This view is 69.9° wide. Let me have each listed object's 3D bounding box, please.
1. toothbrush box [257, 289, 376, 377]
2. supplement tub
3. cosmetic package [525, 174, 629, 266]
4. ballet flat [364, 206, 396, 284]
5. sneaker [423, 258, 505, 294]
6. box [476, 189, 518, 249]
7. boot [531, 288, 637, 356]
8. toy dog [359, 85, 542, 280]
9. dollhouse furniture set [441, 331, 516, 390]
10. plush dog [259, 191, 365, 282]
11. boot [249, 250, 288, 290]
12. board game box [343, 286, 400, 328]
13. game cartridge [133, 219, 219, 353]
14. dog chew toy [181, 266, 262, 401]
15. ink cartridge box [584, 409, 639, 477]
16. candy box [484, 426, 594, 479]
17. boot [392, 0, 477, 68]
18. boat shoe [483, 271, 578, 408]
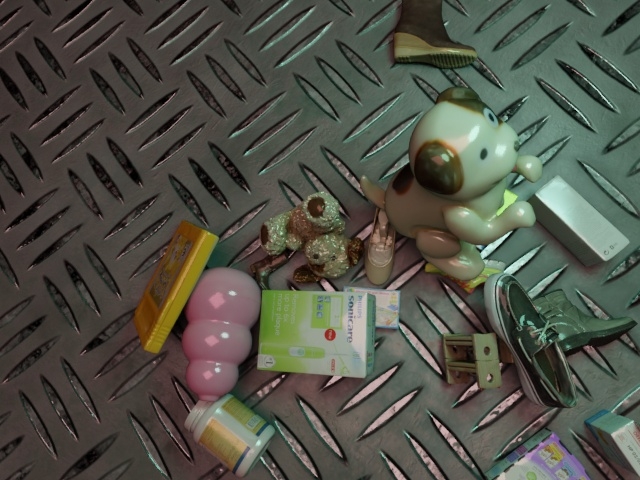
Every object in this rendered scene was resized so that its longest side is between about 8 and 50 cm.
[{"bbox_3d":[-0.007,0.236,1.186,0.284,0.122,0.206,0,79,17],"label":"toothbrush box"},{"bbox_3d":[-0.233,0.489,1.179,0.200,0.144,0.144,33,86,13],"label":"supplement tub"},{"bbox_3d":[0.641,-0.047,1.165,0.085,0.117,0.231,-39,78,-1],"label":"cosmetic package"},{"bbox_3d":[0.167,-0.005,1.246,0.086,0.086,0.248,8,81,10],"label":"ballet flat"},{"bbox_3d":[0.375,0.092,1.196,0.209,0.081,0.094,4,82,9],"label":"sneaker"},{"bbox_3d":[0.436,-0.070,1.237,0.109,0.042,0.178,33,86,14],"label":"box"},{"bbox_3d":[0.638,0.183,1.134,0.247,0.083,0.161,-12,54,-13],"label":"boot"},{"bbox_3d":[0.294,-0.150,1.027,0.396,0.408,0.284,29,72,14],"label":"toy dog"},{"bbox_3d":[0.425,0.295,1.147,0.184,0.129,0.128,2,79,-21],"label":"dollhouse furniture set"},{"bbox_3d":[0.000,0.000,1.244,0.263,0.211,0.225,-27,90,31],"label":"plush dog"},{"bbox_3d":[-0.130,0.083,1.300,0.114,0.037,0.106,-32,78,-3],"label":"boot"},{"bbox_3d":[0.136,0.182,1.242,0.154,0.026,0.103,4,80,9],"label":"board game box"},{"bbox_3d":[-0.401,0.106,1.229,0.053,0.285,0.323,31,83,-28],"label":"game cartridge"},{"bbox_3d":[-0.262,0.241,1.183,0.207,0.206,0.331,0,68,9],"label":"dog chew toy"},{"bbox_3d":[0.684,0.455,1.026,0.062,0.181,0.104,-32,76,1],"label":"ink cartridge box"},{"bbox_3d":[0.524,0.576,1.085,0.196,0.070,0.164,-37,76,0],"label":"candy box"},{"bbox_3d":[0.340,-0.618,1.332,0.249,0.090,0.206,10,83,14],"label":"boot"},{"bbox_3d":[0.496,0.223,1.052,0.121,0.119,0.335,-25,89,-25],"label":"boat shoe"}]
